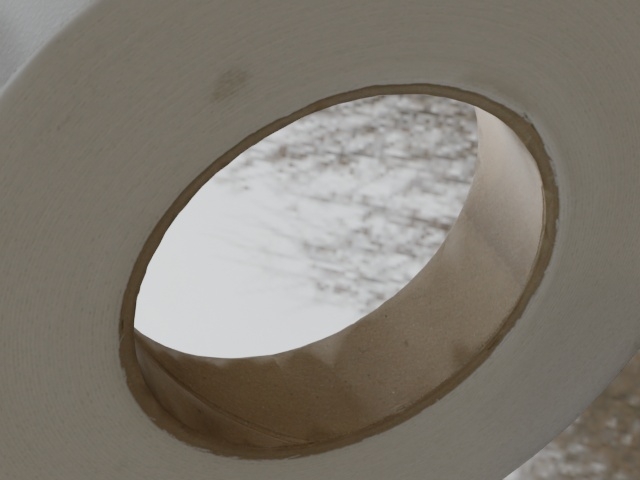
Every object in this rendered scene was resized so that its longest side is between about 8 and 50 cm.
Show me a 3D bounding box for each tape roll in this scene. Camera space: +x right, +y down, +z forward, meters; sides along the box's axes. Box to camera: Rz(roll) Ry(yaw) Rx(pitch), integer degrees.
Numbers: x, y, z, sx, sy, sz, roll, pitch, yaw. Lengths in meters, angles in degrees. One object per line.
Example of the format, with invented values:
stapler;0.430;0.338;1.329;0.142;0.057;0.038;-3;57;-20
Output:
tape roll;0.000;0.000;0.632;0.392;0.072;0.392;-15;-48;-17
